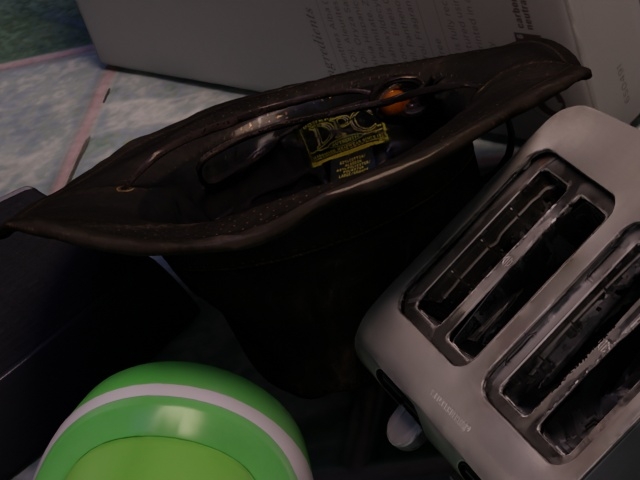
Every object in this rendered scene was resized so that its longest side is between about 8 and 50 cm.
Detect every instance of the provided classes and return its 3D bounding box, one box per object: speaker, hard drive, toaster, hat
[{"bbox_3d":[-0.075,0.182,0.645,0.131,0.131,0.296,-11,35,16],"label":"speaker"},{"bbox_3d":[-0.212,0.069,0.935,0.255,0.054,0.172,-38,43,-24],"label":"hard drive"},{"bbox_3d":[0.126,0.050,0.688,0.185,0.110,0.168,-46,36,2],"label":"toaster"},{"bbox_3d":[0.000,0.000,0.846,0.331,0.134,0.331,-14,13,3],"label":"hat"}]

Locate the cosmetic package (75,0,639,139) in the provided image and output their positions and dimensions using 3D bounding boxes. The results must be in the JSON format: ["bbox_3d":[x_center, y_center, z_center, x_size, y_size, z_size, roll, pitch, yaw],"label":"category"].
[{"bbox_3d":[0.045,-0.215,1.108,0.453,0.161,0.230,13,46,42],"label":"cosmetic package"}]
